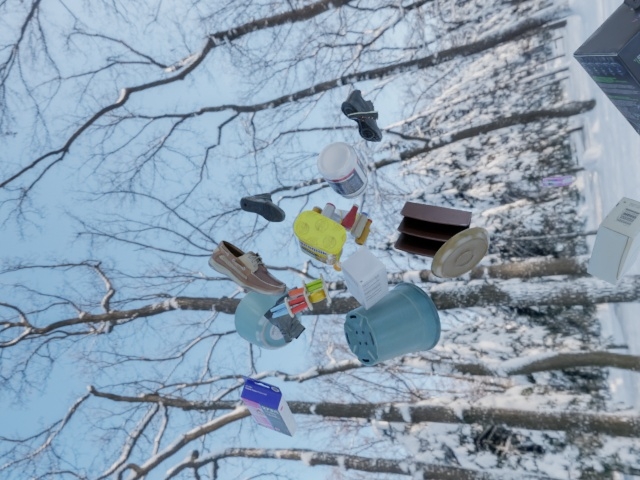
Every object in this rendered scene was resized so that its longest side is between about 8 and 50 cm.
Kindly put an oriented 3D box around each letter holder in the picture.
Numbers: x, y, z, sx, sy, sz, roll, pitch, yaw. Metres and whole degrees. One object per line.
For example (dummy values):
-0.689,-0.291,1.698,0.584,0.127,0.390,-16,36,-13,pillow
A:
0.499,-0.041,1.839,0.214,0.302,0.152,-51,-34,-47,letter holder

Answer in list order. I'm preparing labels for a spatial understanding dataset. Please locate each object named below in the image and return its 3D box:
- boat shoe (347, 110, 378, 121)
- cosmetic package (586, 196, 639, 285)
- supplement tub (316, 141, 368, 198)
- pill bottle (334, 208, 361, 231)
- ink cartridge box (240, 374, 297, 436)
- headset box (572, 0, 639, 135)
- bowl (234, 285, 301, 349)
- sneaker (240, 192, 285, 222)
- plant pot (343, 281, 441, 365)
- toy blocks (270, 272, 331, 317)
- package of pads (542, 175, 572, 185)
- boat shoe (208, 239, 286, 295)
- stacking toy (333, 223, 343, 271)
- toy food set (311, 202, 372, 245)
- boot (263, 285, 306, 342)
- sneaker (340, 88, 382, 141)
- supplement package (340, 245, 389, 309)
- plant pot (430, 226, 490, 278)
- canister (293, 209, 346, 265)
0.181,-0.522,1.727,0.049,0.133,0.042,-112,17,-71,boat shoe
1.086,0.009,1.489,0.160,0.113,0.309,-44,-42,-11,cosmetic package
0.114,-0.327,1.955,0.272,0.191,0.191,42,-132,-61,supplement tub
0.120,-0.111,2.254,0.209,0.117,0.117,8,-108,-22,pill bottle
-0.216,0.690,1.695,0.370,0.176,0.069,79,-150,-42,ink cartridge box
0.656,-0.349,0.738,0.283,0.246,0.131,36,-162,-17,headset box
-0.207,0.360,1.826,0.312,0.163,0.311,-12,-66,-28,bowl
-0.217,-0.146,1.728,0.130,0.228,0.087,-30,-50,-47,sneaker
0.311,0.401,1.895,0.334,0.341,0.341,-15,-84,-29,plant pot
-0.053,0.145,1.040,0.123,0.148,0.054,-110,-1,-73,toy blocks
0.829,-0.207,1.433,0.050,0.083,0.032,-11,-80,-17,package of pads
-0.260,0.096,1.470,0.116,0.324,0.123,-68,-18,9,boat shoe
0.050,0.036,2.051,0.175,0.166,0.301,24,-148,-39,stacking toy
0.088,-0.087,1.499,0.232,0.111,0.104,29,-108,-6,toy food set
-0.109,0.292,1.599,0.161,0.246,0.083,47,-138,6,boot
0.213,-0.564,1.868,0.286,0.109,0.130,44,-114,-42,sneaker
0.190,0.161,1.719,0.134,0.139,0.244,-36,-32,-11,supplement package
0.490,0.054,1.413,0.236,0.236,0.032,43,-168,-47,plant pot
0.000,0.000,1.027,0.073,0.126,0.170,-61,-8,-14,canister
